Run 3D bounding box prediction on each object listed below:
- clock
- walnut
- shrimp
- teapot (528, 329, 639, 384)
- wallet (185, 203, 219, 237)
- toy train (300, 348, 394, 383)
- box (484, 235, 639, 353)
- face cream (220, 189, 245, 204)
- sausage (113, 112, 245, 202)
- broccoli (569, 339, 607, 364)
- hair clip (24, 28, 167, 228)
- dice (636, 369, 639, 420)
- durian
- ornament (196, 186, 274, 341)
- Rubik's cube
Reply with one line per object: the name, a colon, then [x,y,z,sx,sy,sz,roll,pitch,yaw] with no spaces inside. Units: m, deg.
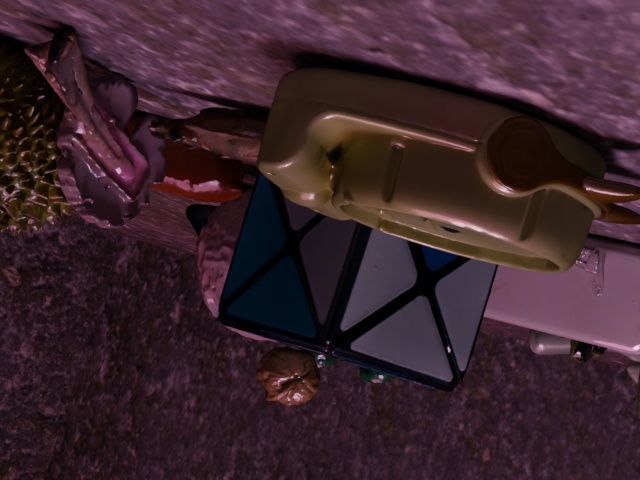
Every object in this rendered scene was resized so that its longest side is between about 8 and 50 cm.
clock: [0.130,-0.055,1.232,0.348,0.117,0.286,15,174,16]
walnut: [-0.041,0.173,1.651,0.079,0.082,0.096,47,168,-13]
shrimp: [-0.067,-0.118,1.523,0.254,0.059,0.145,10,-179,23]
teapot: [0.512,0.162,2.046,0.318,0.149,0.220,12,172,28]
wallet: [-0.128,0.008,2.309,0.191,0.046,0.379,12,-166,-17]
toy train: [0.100,0.118,2.394,0.429,0.178,0.249,11,-148,43]
box: [0.301,0.053,1.696,0.285,0.142,0.044,13,-159,31]
face cream: [-0.006,-0.007,2.236,0.349,0.081,0.173,17,-179,-3]
sausage: [-0.265,-0.132,1.764,0.349,0.094,0.097,18,161,3]
broccoli: [0.377,0.093,1.758,0.167,0.160,0.154,30,142,-20]
hair clip: [-0.260,-0.137,1.464,0.069,0.173,0.300,14,153,21]
dice: [0.539,0.166,1.500,0.254,0.249,0.252,22,172,-38]
durian: [-0.404,-0.122,1.581,0.291,0.224,0.291,23,174,2]
ornament: [-0.064,0.025,1.975,0.260,0.225,0.259,0,-163,0]
Rubik's cube: [0.054,0.034,1.654,0.250,0.246,0.248,21,172,-38]
